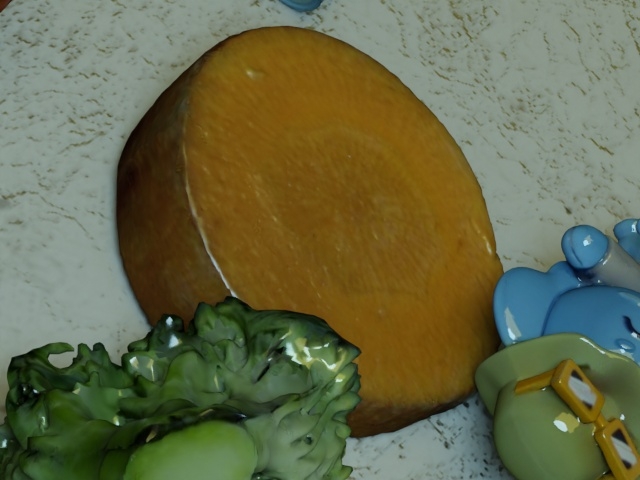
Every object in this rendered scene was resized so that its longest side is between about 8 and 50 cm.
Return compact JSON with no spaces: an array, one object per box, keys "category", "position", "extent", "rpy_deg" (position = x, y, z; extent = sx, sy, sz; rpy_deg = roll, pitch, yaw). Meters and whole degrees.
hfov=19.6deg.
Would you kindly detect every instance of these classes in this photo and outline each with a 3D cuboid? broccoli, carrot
[{"category":"broccoli","position":[-0.085,0.158,1.103],"extent":[0.248,0.245,0.288],"rpy_deg":[23,80,-15]},{"category":"carrot","position":[0.000,0.000,1.315],"extent":[0.307,0.100,0.258],"rpy_deg":[49,57,-4]}]

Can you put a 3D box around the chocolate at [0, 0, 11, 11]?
[{"category":"chocolate","position":[-0.402,-0.236,1.182],"extent":[0.360,0.161,0.341],"rpy_deg":[-31,72,-26]}]

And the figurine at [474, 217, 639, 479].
[{"category":"figurine","position":[0.206,0.073,1.310],"extent":[0.262,0.154,0.180],"rpy_deg":[-61,140,-39]}]

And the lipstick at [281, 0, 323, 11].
[{"category":"lipstick","position":[0.050,-0.289,1.472],"extent":[0.061,0.068,0.274],"rpy_deg":[41,60,-4]}]
